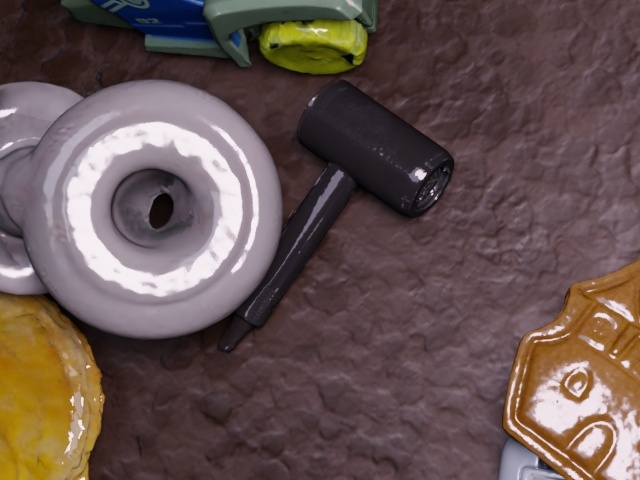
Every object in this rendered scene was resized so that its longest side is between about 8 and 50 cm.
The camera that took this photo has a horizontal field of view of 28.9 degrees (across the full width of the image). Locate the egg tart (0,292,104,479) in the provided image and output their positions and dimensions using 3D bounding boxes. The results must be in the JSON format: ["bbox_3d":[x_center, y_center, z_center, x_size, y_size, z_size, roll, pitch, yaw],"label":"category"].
[{"bbox_3d":[-0.359,0.177,1.083,0.339,0.153,0.351,16,80,24],"label":"egg tart"}]

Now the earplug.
[{"bbox_3d":[-0.190,-0.035,1.059,0.325,0.175,0.214,10,88,22],"label":"earplug"}]

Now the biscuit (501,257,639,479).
[{"bbox_3d":[0.250,0.100,0.938,0.182,0.034,0.215,40,76,12],"label":"biscuit"}]

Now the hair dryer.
[{"bbox_3d":[0.000,0.000,1.064,0.128,0.070,0.255,34,96,21],"label":"hair dryer"}]

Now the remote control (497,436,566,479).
[{"bbox_3d":[0.168,0.252,0.947,0.087,0.047,0.244,7,80,15],"label":"remote control"}]

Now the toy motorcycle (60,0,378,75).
[{"bbox_3d":[-0.111,-0.259,1.085,0.326,0.200,0.191,0,77,16],"label":"toy motorcycle"}]
